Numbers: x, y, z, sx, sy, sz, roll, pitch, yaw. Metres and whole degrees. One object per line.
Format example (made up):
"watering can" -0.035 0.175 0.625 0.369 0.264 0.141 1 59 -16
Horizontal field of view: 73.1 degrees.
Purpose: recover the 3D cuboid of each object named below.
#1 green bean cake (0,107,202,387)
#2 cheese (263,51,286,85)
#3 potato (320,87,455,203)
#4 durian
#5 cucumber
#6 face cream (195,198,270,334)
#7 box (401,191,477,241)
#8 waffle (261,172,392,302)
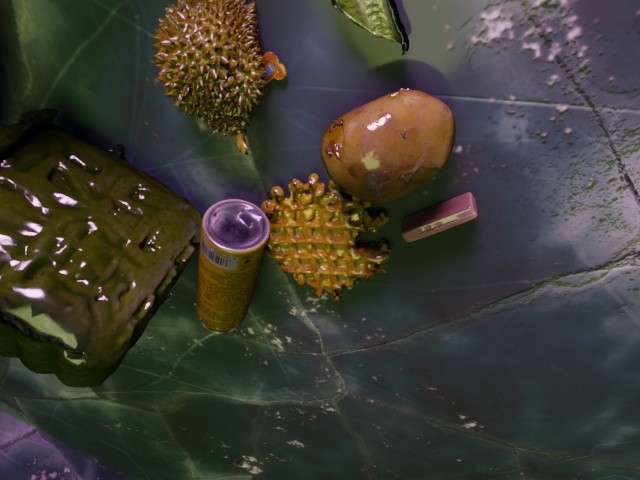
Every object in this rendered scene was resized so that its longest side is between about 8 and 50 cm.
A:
"green bean cake" -0.369 0.009 0.656 0.319 0.335 0.218 31 140 -15
"cheese" -0.093 -0.213 0.592 0.111 0.017 0.047 -28 120 32
"potato" 0.086 -0.118 0.555 0.175 0.137 0.137 -20 122 25
"durian" -0.138 -0.203 0.544 0.146 0.102 0.208 -9 117 15
"cucumber" 0.033 -0.303 0.466 0.070 0.046 0.220 -11 124 26
"face cream" -0.169 0.076 0.778 0.104 0.105 0.349 20 141 -3
"box" 0.178 -0.033 0.651 0.115 0.048 0.025 -23 116 28
"waffle" 0.000 0.000 0.727 0.231 0.051 0.229 32 133 -12
